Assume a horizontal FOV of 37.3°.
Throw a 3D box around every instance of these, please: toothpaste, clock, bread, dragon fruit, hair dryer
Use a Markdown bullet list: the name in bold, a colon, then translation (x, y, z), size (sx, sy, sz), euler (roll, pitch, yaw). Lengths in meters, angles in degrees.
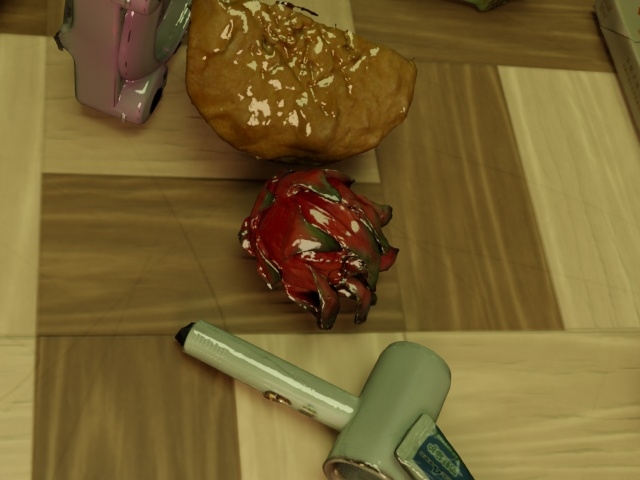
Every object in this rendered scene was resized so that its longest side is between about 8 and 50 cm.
- **toothpaste**: translation (0.128, 0.231, 0.772), size (0.197, 0.035, 0.057), euler (55, 46, -7)
- **clock**: translation (-0.159, -0.261, 0.896), size (0.090, 0.227, 0.247), euler (20, 59, -2)
- **bread**: translation (-0.032, -0.142, 0.905), size (0.229, 0.143, 0.139), euler (16, 94, -17)
- **dragon fruit**: translation (-0.002, 0.001, 0.858), size (0.142, 0.130, 0.121), euler (17, 14, 8)
- **hair dryer**: translation (-0.015, 0.122, 0.821), size (0.236, 0.073, 0.131), euler (23, 55, 10)

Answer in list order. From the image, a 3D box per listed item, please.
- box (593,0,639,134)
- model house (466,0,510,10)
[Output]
- **box**: translation (0.462, -0.144, 1.099), size (0.205, 0.051, 0.365), euler (-2, 61, -16)
- **model house**: translation (0.195, -0.397, 1.103), size (0.189, 0.195, 0.214), euler (17, 60, -14)
